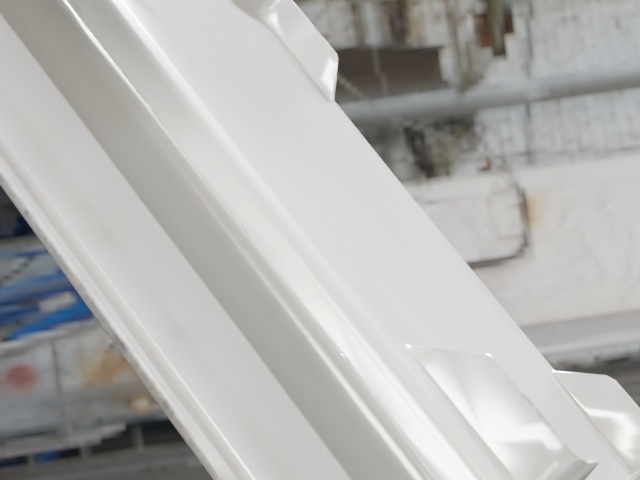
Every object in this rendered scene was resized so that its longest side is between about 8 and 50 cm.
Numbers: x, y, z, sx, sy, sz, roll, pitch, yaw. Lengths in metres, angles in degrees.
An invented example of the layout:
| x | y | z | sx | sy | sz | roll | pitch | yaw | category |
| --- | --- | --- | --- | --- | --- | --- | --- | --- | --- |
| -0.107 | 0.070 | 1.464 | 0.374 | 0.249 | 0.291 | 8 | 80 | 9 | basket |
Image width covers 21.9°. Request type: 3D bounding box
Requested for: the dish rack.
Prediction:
| x | y | z | sx | sy | sz | roll | pitch | yaw | category |
| --- | --- | --- | --- | --- | --- | --- | --- | --- | --- |
| 0.000 | 0.000 | 0.548 | 0.333 | 0.072 | 0.285 | 51 | 12 | 17 | dish rack |
